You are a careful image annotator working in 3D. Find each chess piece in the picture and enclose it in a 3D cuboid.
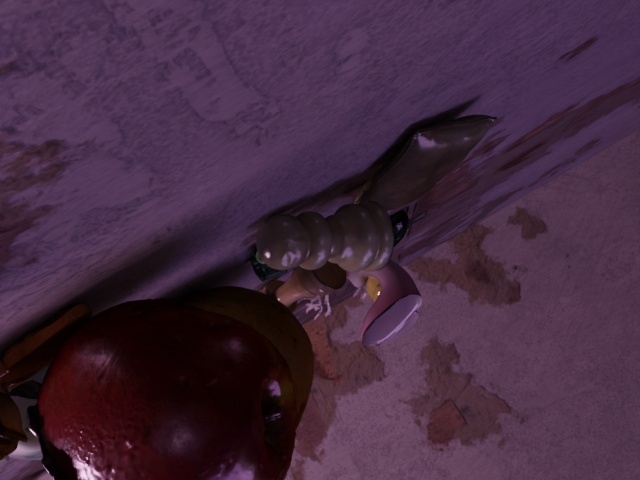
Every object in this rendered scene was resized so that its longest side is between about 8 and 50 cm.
[{"bbox_3d":[0.000,0.000,1.683,0.243,0.133,0.133,-5,158,-33],"label":"chess piece"},{"bbox_3d":[-0.107,0.150,2.299,0.397,0.117,0.117,-35,170,38],"label":"chess piece"}]

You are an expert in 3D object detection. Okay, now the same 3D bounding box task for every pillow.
[{"bbox_3d":[0.179,-0.135,1.740,0.185,0.075,0.302,-16,162,-30],"label":"pillow"}]

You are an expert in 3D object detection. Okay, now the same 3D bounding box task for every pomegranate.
[{"bbox_3d":[-0.215,0.284,1.892,0.416,0.417,0.416,-30,171,-5],"label":"pomegranate"}]

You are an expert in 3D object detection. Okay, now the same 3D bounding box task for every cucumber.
[{"bbox_3d":[0.175,-0.009,2.486,0.115,0.063,0.244,-28,169,-19],"label":"cucumber"}]

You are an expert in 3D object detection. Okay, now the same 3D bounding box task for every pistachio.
[{"bbox_3d":[-0.556,0.292,1.502,0.210,0.165,0.131,69,39,-59],"label":"pistachio"}]

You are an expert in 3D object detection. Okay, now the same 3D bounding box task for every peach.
[{"bbox_3d":[-0.242,0.266,1.459,0.416,0.353,0.339,-9,163,25],"label":"peach"}]

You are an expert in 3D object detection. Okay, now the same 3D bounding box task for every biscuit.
[{"bbox_3d":[-0.446,0.169,1.508,0.183,0.043,0.280,-29,168,-50],"label":"biscuit"}]

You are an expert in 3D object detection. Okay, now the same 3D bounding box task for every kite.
[{"bbox_3d":[-0.454,0.267,1.564,0.137,0.152,0.005,18,102,-39],"label":"kite"}]

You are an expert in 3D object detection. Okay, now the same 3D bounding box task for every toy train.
[{"bbox_3d":[-0.085,0.031,1.843,0.111,0.071,0.170,-23,171,-2],"label":"toy train"}]

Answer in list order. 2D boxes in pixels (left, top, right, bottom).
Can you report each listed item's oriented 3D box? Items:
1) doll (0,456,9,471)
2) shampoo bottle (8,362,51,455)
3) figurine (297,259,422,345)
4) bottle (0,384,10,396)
[{"bbox_3d":[-0.727,0.448,1.923,0.180,0.110,0.107,-29,170,3],"label":"doll"},{"bbox_3d":[-0.532,0.345,1.850,0.222,0.151,0.349,-33,172,-20],"label":"shampoo bottle"},{"bbox_3d":[0.092,0.132,2.408,0.206,0.316,0.284,-7,136,-26],"label":"figurine"},{"bbox_3d":[-0.604,0.287,1.612,0.140,0.053,0.053,-29,171,-9],"label":"bottle"}]
